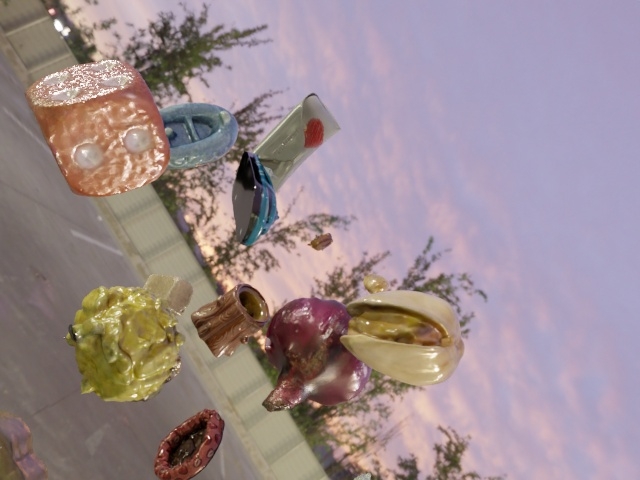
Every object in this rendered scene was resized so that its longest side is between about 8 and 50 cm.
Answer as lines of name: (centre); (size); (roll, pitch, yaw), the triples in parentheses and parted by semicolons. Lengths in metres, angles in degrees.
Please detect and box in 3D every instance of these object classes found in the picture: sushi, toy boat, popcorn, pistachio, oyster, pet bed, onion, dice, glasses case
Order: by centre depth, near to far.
dice: (-0.369, -0.187, 0.839); (0.174, 0.179, 0.175); (43, -34, 40)
popcorn: (-0.418, 0.214, 1.047); (0.249, 0.249, 0.225); (56, 21, 9)
toy boat: (-0.131, -0.089, 1.091); (0.134, 0.092, 0.299); (-64, -156, 24)
pet bed: (-0.322, 0.507, 1.230); (0.054, 0.201, 0.201); (55, -12, -22)
pistachio: (0.209, 0.235, 1.241); (0.320, 0.229, 0.238); (17, -26, -14)
glasses case: (-0.086, -0.247, 1.330); (0.128, 0.308, 0.083); (45, 5, 3)
toy boat: (-0.418, -0.357, 1.635); (0.123, 0.329, 0.215); (-42, -113, 56)
oyster: (-0.556, 0.433, 1.652); (0.133, 0.198, 0.337); (41, -48, -15)
onion: (-0.034, 0.408, 1.652); (0.397, 0.420, 0.399); (12, -59, 20)
sushi: (-0.001, 0.003, 1.988); (0.060, 0.117, 0.062); (43, -51, 33)

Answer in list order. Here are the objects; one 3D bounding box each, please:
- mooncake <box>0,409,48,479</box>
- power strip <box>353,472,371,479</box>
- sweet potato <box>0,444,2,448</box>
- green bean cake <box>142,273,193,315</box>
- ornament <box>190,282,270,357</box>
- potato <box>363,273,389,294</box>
mooncake: (-0.988, 0.684, 1.349); (0.467, 0.466, 0.262); (58, -11, 4)
power strip: (0.062, 0.470, 0.954); (0.055, 0.083, 0.035); (7, 30, -49)
sweet potato: (-0.534, 0.297, 0.782); (0.117, 0.049, 0.049); (18, -33, 24)
green bean cake: (-0.496, 0.174, 1.609); (0.179, 0.109, 0.085); (1, -30, 40)
ornament: (-0.322, 0.277, 1.839); (0.221, 0.217, 0.235); (43, 26, -25)
potato: (0.160, 0.127, 1.466); (0.083, 0.068, 0.062); (50, -53, 46)
